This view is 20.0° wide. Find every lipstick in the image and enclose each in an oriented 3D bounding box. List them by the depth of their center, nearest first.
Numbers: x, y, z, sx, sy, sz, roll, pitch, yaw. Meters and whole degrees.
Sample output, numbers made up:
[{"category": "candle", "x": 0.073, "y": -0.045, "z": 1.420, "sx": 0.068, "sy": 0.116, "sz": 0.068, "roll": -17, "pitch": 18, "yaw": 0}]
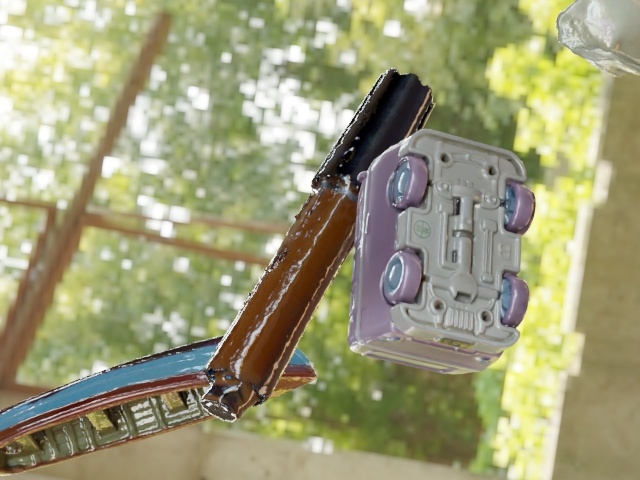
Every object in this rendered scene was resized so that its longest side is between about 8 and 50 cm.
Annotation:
[{"category": "lipstick", "x": 0.000, "y": 0.000, "z": 1.793, "sx": 0.418, "sy": 0.077, "sz": 0.077, "roll": -59, "pitch": -16, "yaw": -27}]

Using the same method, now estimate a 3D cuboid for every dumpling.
[{"category": "dumpling", "x": 0.353, "y": -0.229, "z": 2.076, "sx": 0.100, "sy": 0.134, "sz": 0.169, "roll": -50, "pitch": -19, "yaw": 13}]

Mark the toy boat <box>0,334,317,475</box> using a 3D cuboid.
[{"category": "toy boat", "x": -0.200, "y": 0.183, "z": 2.088, "sx": 0.136, "sy": 0.392, "sz": 0.079, "roll": 73, "pitch": 180, "yaw": -64}]

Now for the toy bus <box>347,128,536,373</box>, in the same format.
[{"category": "toy bus", "x": 0.106, "y": 0.012, "z": 1.675, "sx": 0.142, "sy": 0.142, "sz": 0.202, "roll": 140, "pitch": 140, "yaw": -60}]
